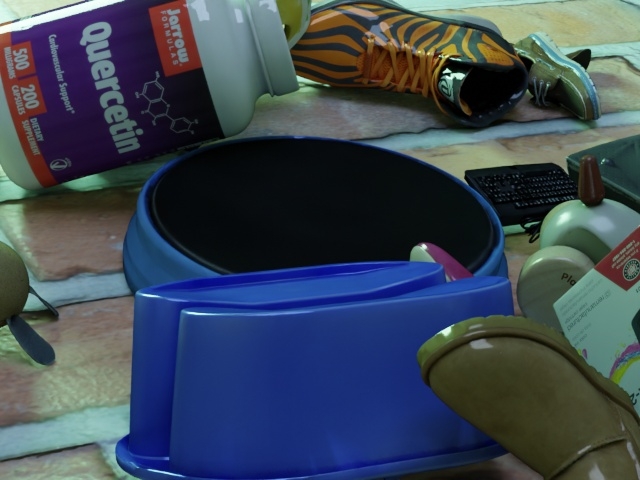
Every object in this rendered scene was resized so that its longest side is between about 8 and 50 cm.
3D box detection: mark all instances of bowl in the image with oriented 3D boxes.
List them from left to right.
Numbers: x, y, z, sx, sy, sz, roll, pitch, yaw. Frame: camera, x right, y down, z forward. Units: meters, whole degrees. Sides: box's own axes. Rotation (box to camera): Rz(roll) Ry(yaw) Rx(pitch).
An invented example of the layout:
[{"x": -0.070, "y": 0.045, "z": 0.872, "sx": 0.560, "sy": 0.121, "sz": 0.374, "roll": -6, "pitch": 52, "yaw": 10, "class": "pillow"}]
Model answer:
[{"x": 0.000, "y": 0.000, "z": 1.576, "sx": 0.391, "sy": 0.077, "sz": 0.391, "roll": 6, "pitch": 28, "yaw": -3, "class": "bowl"}]

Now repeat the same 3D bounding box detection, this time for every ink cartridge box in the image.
[{"x": 0.283, "y": 0.094, "z": 1.297, "sx": 0.072, "sy": 0.127, "sz": 0.175, "roll": 8, "pitch": 49, "yaw": -34, "class": "ink cartridge box"}]

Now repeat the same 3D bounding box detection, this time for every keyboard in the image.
[{"x": 0.241, "y": -0.051, "z": 1.711, "sx": 0.192, "sy": 0.038, "sz": 0.100, "roll": -10, "pitch": 61, "yaw": -50, "class": "keyboard"}]

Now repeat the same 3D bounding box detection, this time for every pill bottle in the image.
[{"x": -0.193, "y": -0.176, "z": 1.664, "sx": 0.323, "sy": 0.181, "sz": 0.181, "roll": -16, "pitch": 29, "yaw": 1, "class": "pill bottle"}]

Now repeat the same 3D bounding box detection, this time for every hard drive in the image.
[{"x": 0.425, "y": -0.072, "z": 1.830, "sx": 0.254, "sy": 0.054, "sz": 0.172, "roll": -14, "pitch": 34, "yaw": -35, "class": "hard drive"}]

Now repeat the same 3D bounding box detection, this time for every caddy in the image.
[{"x": 0.005, "y": 0.122, "z": 1.246, "sx": 0.341, "sy": 0.179, "sz": 0.241, "roll": -5, "pitch": 8, "yaw": -23, "class": "caddy"}]

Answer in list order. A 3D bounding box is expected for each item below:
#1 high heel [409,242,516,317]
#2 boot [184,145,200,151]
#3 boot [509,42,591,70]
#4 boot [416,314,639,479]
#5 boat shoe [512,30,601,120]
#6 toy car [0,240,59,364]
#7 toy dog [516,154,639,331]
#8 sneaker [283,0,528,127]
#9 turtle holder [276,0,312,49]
[{"x": 0.179, "y": 0.087, "z": 1.385, "sx": 0.117, "sy": 0.082, "sz": 0.244, "roll": -20, "pitch": 57, "yaw": -28, "class": "high heel"}, {"x": -0.193, "y": -0.179, "z": 1.877, "sx": 0.176, "sy": 0.088, "sz": 0.244, "roll": 11, "pitch": 28, "yaw": -6, "class": "boot"}, {"x": 0.307, "y": -0.256, "z": 2.178, "sx": 0.114, "sy": 0.037, "sz": 0.106, "roll": 19, "pitch": 28, "yaw": 32, "class": "boot"}, {"x": 0.189, "y": 0.195, "z": 1.073, "sx": 0.236, "sy": 0.089, "sz": 0.269, "roll": 24, "pitch": 35, "yaw": -36, "class": "boot"}, {"x": 0.303, "y": -0.205, "z": 2.058, "sx": 0.066, "sy": 0.066, "sz": 0.183, "roll": -22, "pitch": 40, "yaw": -10, "class": "boat shoe"}, {"x": -0.321, "y": 0.047, "z": 1.406, "sx": 0.188, "sy": 0.149, "sz": 0.155, "roll": 29, "pitch": 25, "yaw": -21, "class": "toy car"}, {"x": 0.356, "y": 0.007, "z": 1.550, "sx": 0.333, "sy": 0.161, "sz": 0.220, "roll": 2, "pitch": 28, "yaw": -9, "class": "toy dog"}, {"x": 0.117, "y": -0.226, "z": 1.979, "sx": 0.321, "sy": 0.125, "sz": 0.180, "roll": -2, "pitch": 28, "yaw": -16, "class": "sneaker"}, {"x": -0.110, "y": -0.320, "z": 1.893, "sx": 0.243, "sy": 0.227, "sz": 0.320, "roll": -53, "pitch": 31, "yaw": -13, "class": "turtle holder"}]
